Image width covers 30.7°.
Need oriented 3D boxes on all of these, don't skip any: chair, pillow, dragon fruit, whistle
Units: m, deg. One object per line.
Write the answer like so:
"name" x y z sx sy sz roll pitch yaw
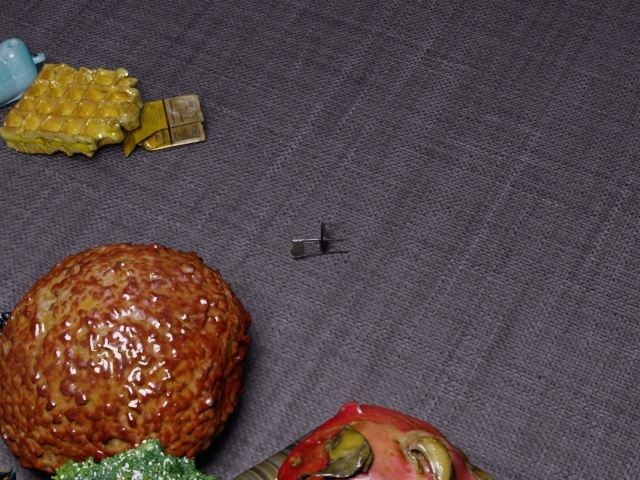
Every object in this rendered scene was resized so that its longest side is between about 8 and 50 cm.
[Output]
"chair" -0.001 -0.001 1.639 0.086 0.042 0.037 -6 49 -1
"pillow" -0.042 0.275 1.406 0.203 0.113 0.038 -29 95 -16
"dragon fruit" 0.087 0.326 1.259 0.250 0.269 0.291 -36 56 -10
"whistle" -0.557 -0.233 1.827 0.274 0.093 0.186 -27 30 -13

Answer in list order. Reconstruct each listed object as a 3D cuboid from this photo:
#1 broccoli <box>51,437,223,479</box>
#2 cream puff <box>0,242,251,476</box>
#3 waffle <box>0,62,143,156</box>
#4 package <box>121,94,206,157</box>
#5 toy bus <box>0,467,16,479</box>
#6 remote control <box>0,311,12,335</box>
"broccoli" -0.202 0.346 1.271 0.261 0.241 0.269 -43 100 -5
"cream puff" -0.248 0.138 1.441 0.350 0.229 0.350 -3 54 4
"waffle" -0.363 -0.200 1.784 0.210 0.055 0.160 6 52 25
"package" -0.243 -0.177 1.786 0.131 0.047 0.071 -11 52 -4
"toy bus" -0.468 0.324 1.382 0.200 0.114 0.098 3 23 7
"remote control" -0.399 0.113 1.599 0.096 0.014 0.039 -3 53 4
